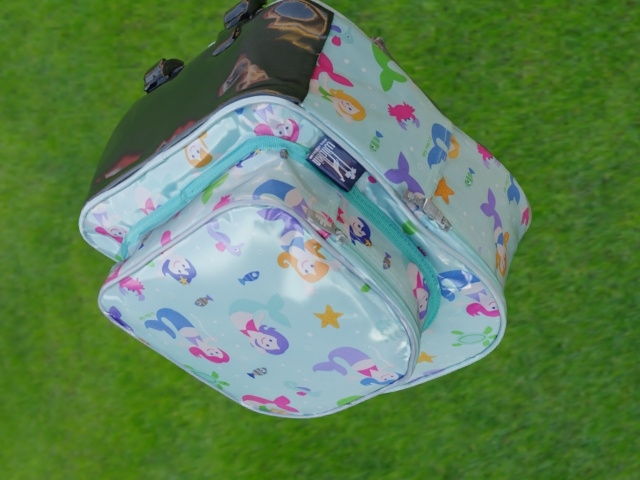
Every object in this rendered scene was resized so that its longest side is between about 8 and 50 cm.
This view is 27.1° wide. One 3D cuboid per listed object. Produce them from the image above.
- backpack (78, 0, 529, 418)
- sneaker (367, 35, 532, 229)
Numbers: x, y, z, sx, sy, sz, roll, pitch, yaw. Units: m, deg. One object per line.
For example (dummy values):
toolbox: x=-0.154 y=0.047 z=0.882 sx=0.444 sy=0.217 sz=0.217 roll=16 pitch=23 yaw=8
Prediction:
backpack: x=0.000 y=0.000 z=0.839 sx=0.225 sy=0.253 sz=0.191 roll=-29 pitch=38 yaw=42
sneaker: x=0.075 y=-0.074 z=1.047 sx=0.083 sy=0.118 sz=0.222 roll=-40 pitch=39 yaw=-3
